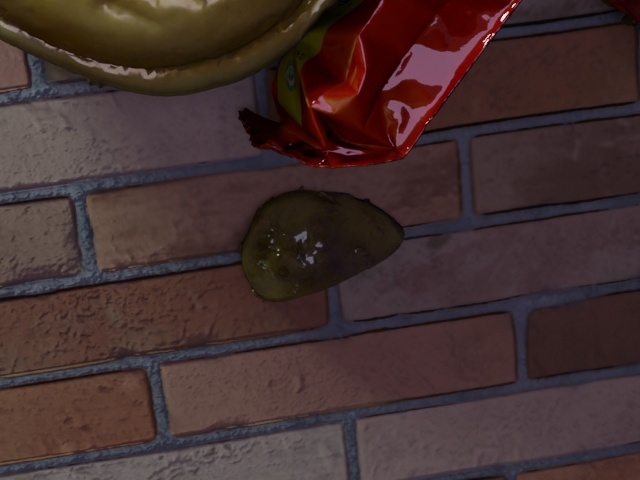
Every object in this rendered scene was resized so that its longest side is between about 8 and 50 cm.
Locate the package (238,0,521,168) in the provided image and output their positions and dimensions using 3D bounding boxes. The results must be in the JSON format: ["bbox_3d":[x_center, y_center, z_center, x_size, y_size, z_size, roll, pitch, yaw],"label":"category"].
[{"bbox_3d":[0.088,-0.240,1.297,0.123,0.196,0.423,32,101,-23],"label":"package"}]

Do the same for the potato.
[{"bbox_3d":[0.000,0.000,1.420,0.172,0.089,0.100,-20,108,0],"label":"potato"}]

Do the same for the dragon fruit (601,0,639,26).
[{"bbox_3d":[0.356,-0.263,1.353,0.172,0.160,0.166,0,152,-2],"label":"dragon fruit"}]

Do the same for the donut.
[{"bbox_3d":[-0.163,-0.341,1.216,0.449,0.198,0.449,-1,104,-5],"label":"donut"}]
